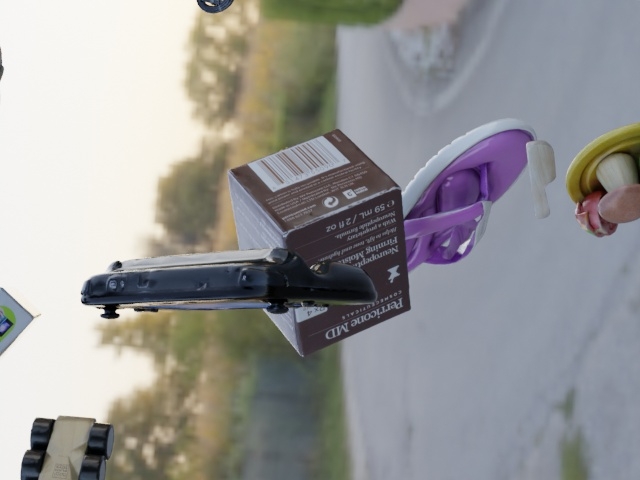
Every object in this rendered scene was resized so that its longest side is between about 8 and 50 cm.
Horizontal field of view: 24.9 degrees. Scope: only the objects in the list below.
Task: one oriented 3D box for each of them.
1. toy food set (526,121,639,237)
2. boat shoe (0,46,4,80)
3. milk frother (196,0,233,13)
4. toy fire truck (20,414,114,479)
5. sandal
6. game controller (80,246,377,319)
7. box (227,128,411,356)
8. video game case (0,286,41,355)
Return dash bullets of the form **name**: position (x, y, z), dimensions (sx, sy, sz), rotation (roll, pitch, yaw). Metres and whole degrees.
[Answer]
- **toy food set**: position (0.299, -0.044, 1.321), dimensions (0.128, 0.218, 0.071), rotation (84, 176, -54)
- **boat shoe**: position (-0.349, -0.108, 1.196), dimensions (0.341, 0.121, 0.110), rotation (-78, 8, -72)
- **milk frother**: position (-0.114, -0.409, 2.164), dimensions (0.143, 0.135, 0.129), rotation (-59, 46, 26)
- **toy fire truck**: position (-0.397, 0.410, 2.169), dimensions (0.217, 0.158, 0.246), rotation (-83, -4, -46)
- **sandal**: position (0.162, -0.007, 2.021), dimensions (0.416, 0.169, 0.102), rotation (-45, 58, 29)
- **game controller**: position (-0.096, 0.052, 1.448), dimensions (0.319, 0.166, 0.067), rotation (-4, 75, 47)
- **box**: position (0.000, 0.000, 1.845), dimensions (0.167, 0.168, 0.203), rotation (46, 152, 46)
- **video game case**: position (-0.453, 0.164, 1.796), dimensions (0.244, 0.061, 0.269), rotation (-46, 5, -7)
